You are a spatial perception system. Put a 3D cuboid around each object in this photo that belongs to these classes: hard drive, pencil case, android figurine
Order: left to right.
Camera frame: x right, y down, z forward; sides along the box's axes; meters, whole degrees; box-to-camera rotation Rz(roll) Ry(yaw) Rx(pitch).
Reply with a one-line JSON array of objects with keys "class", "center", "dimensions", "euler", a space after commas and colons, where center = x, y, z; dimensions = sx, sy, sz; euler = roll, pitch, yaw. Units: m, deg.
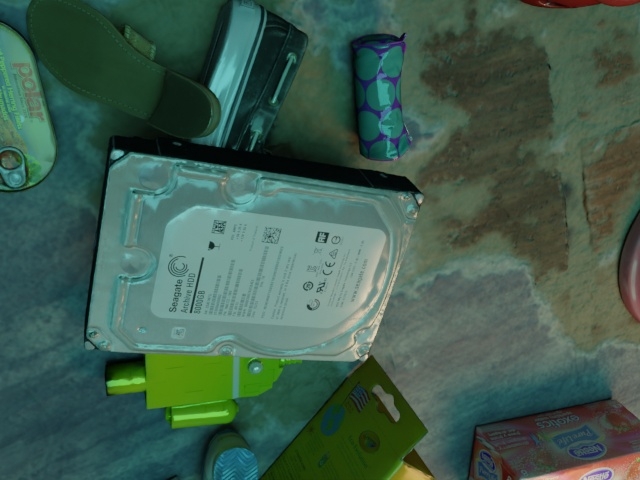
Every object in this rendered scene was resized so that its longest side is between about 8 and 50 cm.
[{"class": "android figurine", "center": [-0.152, 0.142, 0.906], "dimensions": [0.273, 0.056, 0.248], "euler": [-1, 112, -17]}, {"class": "hard drive", "center": [-0.074, 0.022, 0.742], "dimensions": [0.339, 0.064, 0.237], "euler": [7, 115, -21]}, {"class": "pencil case", "center": [0.079, -0.181, 0.844], "dimensions": [0.070, 0.064, 0.151], "euler": [-6, 115, 0]}]

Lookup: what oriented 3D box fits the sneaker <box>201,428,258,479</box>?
[{"class": "sneaker", "center": [-0.138, 0.392, 0.977], "dimensions": [0.087, 0.092, 0.228], "euler": [9, 98, -18]}]

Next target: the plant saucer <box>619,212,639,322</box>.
[{"class": "plant saucer", "center": [0.670, 0.024, 1.131], "dimensions": [0.332, 0.084, 0.332], "euler": [-7, 113, -17]}]

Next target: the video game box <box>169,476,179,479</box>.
[{"class": "video game box", "center": [-0.260, 0.480, 1.013], "dimensions": [0.187, 0.048, 0.205], "euler": [-25, 118, -10]}]

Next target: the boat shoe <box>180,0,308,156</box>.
[{"class": "boat shoe", "center": [-0.100, -0.104, 0.780], "dimensions": [0.119, 0.121, 0.335], "euler": [16, 104, -20]}]

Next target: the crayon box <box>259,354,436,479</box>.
[{"class": "crayon box", "center": [0.032, 0.349, 0.974], "dimensions": [0.081, 0.202, 0.318], "euler": [37, 97, -29]}]

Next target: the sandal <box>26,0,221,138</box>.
[{"class": "sandal", "center": [-0.204, -0.183, 0.730], "dimensions": [0.240, 0.079, 0.088], "euler": [32, 107, 8]}]

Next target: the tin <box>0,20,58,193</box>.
[{"class": "tin", "center": [-0.350, -0.145, 0.724], "dimensions": [0.106, 0.040, 0.189], "euler": [-10, 115, -11]}]

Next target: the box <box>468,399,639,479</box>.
[{"class": "box", "center": [0.428, 0.399, 1.169], "dimensions": [0.300, 0.142, 0.154], "euler": [-5, 112, -18]}]

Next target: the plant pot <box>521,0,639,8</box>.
[{"class": "plant pot", "center": [0.324, -0.374, 0.791], "dimensions": [0.191, 0.174, 0.191], "euler": [-6, 112, -16]}]
